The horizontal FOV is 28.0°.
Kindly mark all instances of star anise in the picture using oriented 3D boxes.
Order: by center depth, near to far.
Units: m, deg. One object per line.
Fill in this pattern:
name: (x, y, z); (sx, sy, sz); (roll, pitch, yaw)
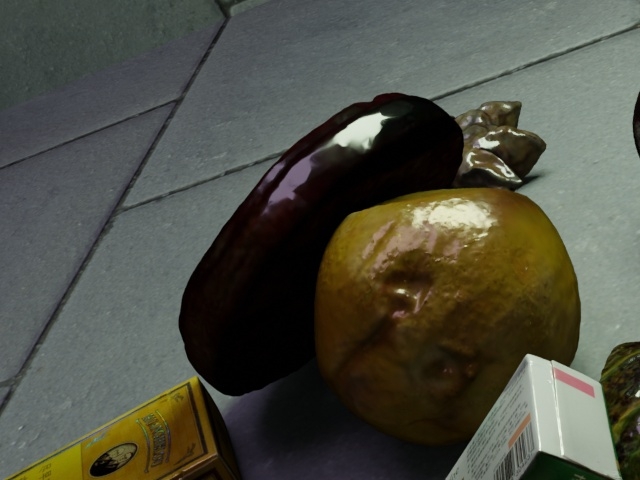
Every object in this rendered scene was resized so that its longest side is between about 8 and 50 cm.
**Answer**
star anise: (0.162, -0.095, 1.751); (0.315, 0.108, 0.315); (-21, 33, 15)

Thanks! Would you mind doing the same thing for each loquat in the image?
loquat: (0.126, 0.072, 1.302); (0.276, 0.276, 0.284); (-26, 6, 5)

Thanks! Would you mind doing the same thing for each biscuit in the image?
biscuit: (0.000, 0.000, 1.447); (0.091, 0.407, 0.407); (40, 64, 20)

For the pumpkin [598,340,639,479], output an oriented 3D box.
pumpkin: (0.319, 0.145, 1.069); (0.163, 0.111, 0.278); (-31, 18, 38)

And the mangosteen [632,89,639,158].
mangosteen: (0.455, -0.123, 1.429); (0.211, 0.211, 0.250); (-22, -6, 14)

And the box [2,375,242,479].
box: (-0.241, 0.292, 1.444); (0.302, 0.084, 0.193); (-29, 25, -1)

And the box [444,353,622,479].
box: (0.162, 0.213, 1.067); (0.199, 0.081, 0.135); (-60, 10, 29)
